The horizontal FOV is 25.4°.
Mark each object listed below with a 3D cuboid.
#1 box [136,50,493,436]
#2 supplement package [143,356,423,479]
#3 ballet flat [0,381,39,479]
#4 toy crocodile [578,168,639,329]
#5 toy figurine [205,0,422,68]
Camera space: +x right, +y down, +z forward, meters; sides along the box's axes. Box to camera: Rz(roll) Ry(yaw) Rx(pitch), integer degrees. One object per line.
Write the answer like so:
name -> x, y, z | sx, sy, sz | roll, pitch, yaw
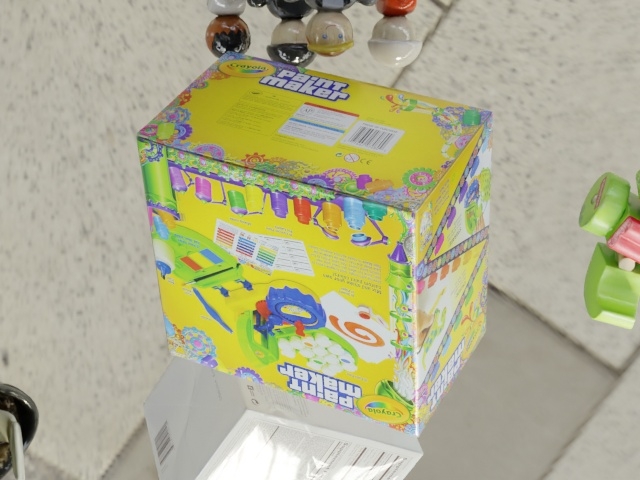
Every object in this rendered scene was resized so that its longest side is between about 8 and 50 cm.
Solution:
box -> 0.000, 0.000, 1.389 | 0.290, 0.177, 0.279 | 16, 132, 23
supplement package -> -0.052, 0.238, 1.790 | 0.262, 0.199, 0.198 | 19, 120, -30
ballet flat -> -0.209, 0.134, 0.737 | 0.096, 0.280, 0.095 | 2, 109, 2
toy crocodile -> 0.361, -0.062, 1.420 | 0.115, 0.105, 0.340 | 27, 117, -7
toy figurine -> -0.010, -0.253, 1.512 | 0.213, 0.209, 0.148 | 5, 100, 29
